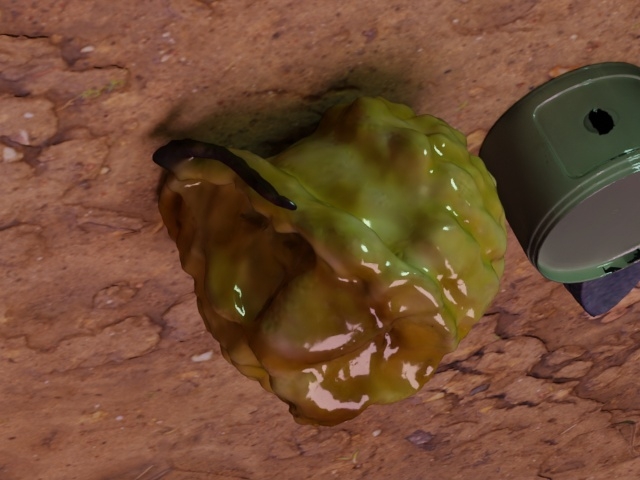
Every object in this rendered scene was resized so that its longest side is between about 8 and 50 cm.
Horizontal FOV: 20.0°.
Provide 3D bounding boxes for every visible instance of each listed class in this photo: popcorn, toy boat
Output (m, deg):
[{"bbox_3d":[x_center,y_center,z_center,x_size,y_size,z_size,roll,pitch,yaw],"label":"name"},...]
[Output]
[{"bbox_3d":[0.000,0.000,1.853,0.381,0.349,0.349,32,122,-27],"label":"popcorn"},{"bbox_3d":[0.371,0.000,2.320,0.127,0.078,0.283,-18,149,-18],"label":"toy boat"}]

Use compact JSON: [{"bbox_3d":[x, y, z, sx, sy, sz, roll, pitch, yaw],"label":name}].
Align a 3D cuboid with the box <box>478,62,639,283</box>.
[{"bbox_3d":[0.315,-0.075,2.081,0.226,0.149,0.226,-20,150,-12],"label":"box"}]
